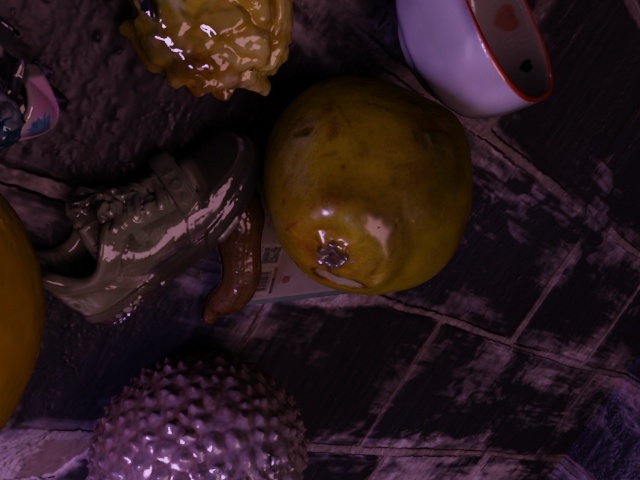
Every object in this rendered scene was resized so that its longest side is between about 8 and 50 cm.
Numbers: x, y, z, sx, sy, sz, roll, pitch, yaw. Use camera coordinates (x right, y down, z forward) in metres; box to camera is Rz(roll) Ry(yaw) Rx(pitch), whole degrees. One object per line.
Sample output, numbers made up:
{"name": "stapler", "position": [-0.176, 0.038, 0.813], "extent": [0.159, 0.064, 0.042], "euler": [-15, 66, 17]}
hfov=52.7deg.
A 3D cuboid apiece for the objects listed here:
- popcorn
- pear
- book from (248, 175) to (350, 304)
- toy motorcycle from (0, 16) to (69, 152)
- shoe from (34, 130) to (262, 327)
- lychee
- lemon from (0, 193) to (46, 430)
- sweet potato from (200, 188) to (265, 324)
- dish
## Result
{"name": "popcorn", "position": [-0.113, -0.224, 0.649], "extent": [0.173, 0.142, 0.173], "euler": [-2, 125, -3]}
{"name": "pear", "position": [0.058, -0.071, 0.784], "extent": [0.321, 0.269, 0.269], "euler": [-49, 152, -55]}
{"name": "book", "position": [0.000, 0.000, 0.973], "extent": [0.283, 0.025, 0.215], "euler": [-2, 121, -37]}
{"name": "toy motorcycle", "position": [-0.297, -0.142, 0.507], "extent": [0.239, 0.204, 0.108], "euler": [11, 119, -40]}
{"name": "shoe", "position": [-0.202, -0.030, 0.724], "extent": [0.293, 0.109, 0.149], "euler": [-47, 142, 4]}
{"name": "lychee", "position": [-0.160, 0.298, 0.877], "extent": [0.300, 0.300, 0.300], "euler": [-21, 130, -27]}
{"name": "lemon", "position": [-0.380, 0.060, 0.490], "extent": [0.348, 0.348, 0.348], "euler": [-21, 130, -27]}
{"name": "sweet potato", "position": [-0.114, 0.024, 0.861], "extent": [0.062, 0.081, 0.233], "euler": [-25, 135, -48]}
{"name": "dish", "position": [0.182, -0.259, 0.816], "extent": [0.117, 0.256, 0.256], "euler": [-24, 151, 37]}
